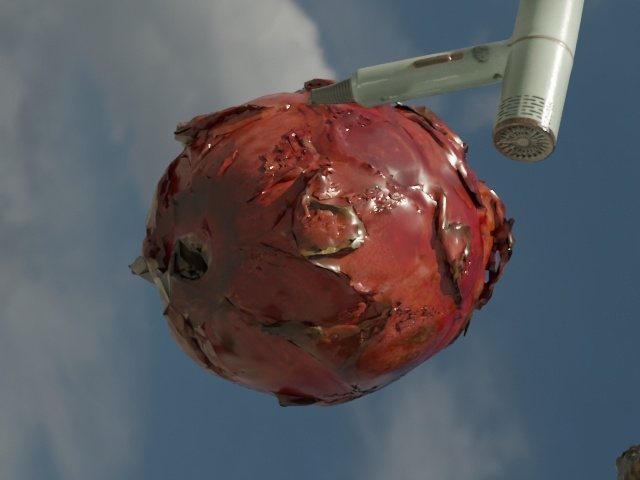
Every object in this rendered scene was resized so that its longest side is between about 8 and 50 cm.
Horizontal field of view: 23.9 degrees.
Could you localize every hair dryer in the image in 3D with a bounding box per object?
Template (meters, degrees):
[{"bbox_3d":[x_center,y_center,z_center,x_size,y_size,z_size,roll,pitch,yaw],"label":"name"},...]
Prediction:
[{"bbox_3d":[0.077,-0.123,0.994,0.183,0.044,0.155,2,-126,23],"label":"hair dryer"}]

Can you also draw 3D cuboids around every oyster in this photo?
[{"bbox_3d":[0.301,0.221,1.393,0.148,0.051,0.103,109,-18,-51],"label":"oyster"}]

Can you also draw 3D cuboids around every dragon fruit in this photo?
[{"bbox_3d":[0.000,0.000,1.315,0.296,0.302,0.295,-1,-92,47],"label":"dragon fruit"}]
